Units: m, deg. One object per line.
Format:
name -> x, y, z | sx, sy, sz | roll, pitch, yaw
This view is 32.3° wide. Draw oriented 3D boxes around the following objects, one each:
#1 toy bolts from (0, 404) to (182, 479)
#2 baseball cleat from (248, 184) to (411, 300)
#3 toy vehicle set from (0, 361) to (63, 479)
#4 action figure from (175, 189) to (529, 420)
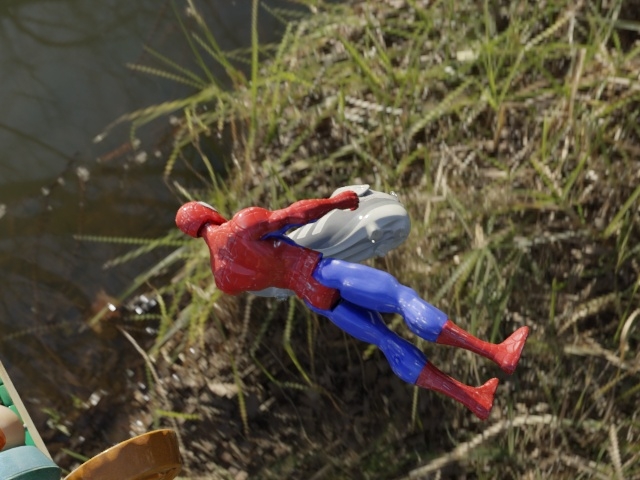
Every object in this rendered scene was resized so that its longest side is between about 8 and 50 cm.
toy bolts -> -0.239, 0.174, 0.897 | 0.218, 0.228, 0.158 | -25, 70, -17
baseball cleat -> 0.000, 0.000, 1.269 | 0.206, 0.072, 0.109 | -17, 37, -4
toy vehicle set -> -0.361, 0.268, 1.161 | 0.166, 0.035, 0.266 | -25, 70, -25
action figure -> 0.025, 0.022, 0.874 | 0.280, 0.091, 0.139 | 25, 35, 4
